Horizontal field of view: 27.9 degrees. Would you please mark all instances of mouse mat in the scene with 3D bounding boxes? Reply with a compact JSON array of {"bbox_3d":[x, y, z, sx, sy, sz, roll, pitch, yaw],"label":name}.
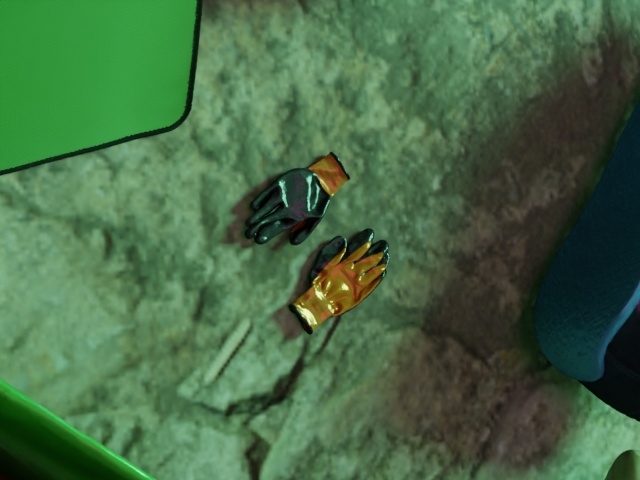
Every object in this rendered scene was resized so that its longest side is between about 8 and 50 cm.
[{"bbox_3d":[-0.133,-0.092,0.572,0.189,0.007,0.153,-19,138,-32],"label":"mouse mat"}]

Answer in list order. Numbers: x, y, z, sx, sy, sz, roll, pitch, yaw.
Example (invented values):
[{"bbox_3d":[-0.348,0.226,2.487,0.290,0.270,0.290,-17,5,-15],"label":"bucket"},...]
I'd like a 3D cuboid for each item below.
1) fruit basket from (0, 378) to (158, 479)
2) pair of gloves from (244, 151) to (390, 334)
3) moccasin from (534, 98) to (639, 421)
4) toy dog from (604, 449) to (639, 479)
[{"bbox_3d":[-0.178,0.197,0.366,0.283,0.392,0.392,38,67,-22],"label":"fruit basket"},{"bbox_3d":[0.000,0.000,0.698,0.074,0.010,0.083,-38,103,-28],"label":"pair of gloves"},{"bbox_3d":[0.255,-0.041,0.804,0.117,0.137,0.342,43,80,-25],"label":"moccasin"},{"bbox_3d":[0.204,0.279,0.685,0.220,0.161,0.334,-1,79,3],"label":"toy dog"}]
